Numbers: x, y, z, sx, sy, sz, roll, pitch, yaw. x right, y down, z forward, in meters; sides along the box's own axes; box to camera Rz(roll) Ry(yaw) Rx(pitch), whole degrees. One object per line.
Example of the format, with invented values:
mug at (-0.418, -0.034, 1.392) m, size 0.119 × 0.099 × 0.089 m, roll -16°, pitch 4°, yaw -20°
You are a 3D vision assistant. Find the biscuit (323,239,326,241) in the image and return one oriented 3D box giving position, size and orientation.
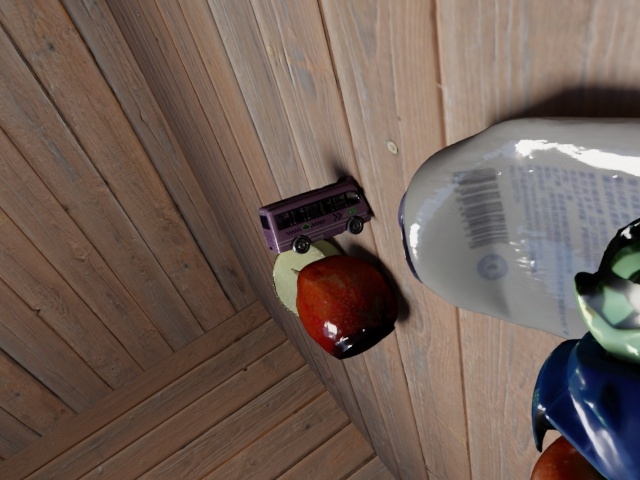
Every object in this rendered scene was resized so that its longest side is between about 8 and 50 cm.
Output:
biscuit at (0.000, 0.000, 1.201) m, size 0.092 × 0.016 × 0.082 m, roll 60°, pitch 170°, yaw -3°

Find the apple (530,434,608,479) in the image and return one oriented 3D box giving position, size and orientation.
apple at (0.296, 0.269, 0.477) m, size 0.181 × 0.181 × 0.168 m, roll 32°, pitch 148°, yaw 59°

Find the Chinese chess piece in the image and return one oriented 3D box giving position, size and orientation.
Chinese chess piece at (-0.020, 0.088, 1.149) m, size 0.189 × 0.083 × 0.188 m, roll 4°, pitch 98°, yaw 33°

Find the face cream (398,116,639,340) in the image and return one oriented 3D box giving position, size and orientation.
face cream at (0.219, 0.012, 0.375) m, size 0.420 × 0.137 × 0.234 m, roll 21°, pitch 138°, yaw 53°

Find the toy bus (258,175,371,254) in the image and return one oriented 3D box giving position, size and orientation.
toy bus at (-0.010, -0.042, 0.849) m, size 0.087 × 0.179 × 0.098 m, roll 11°, pitch 119°, yaw 70°

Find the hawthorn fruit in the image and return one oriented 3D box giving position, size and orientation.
hawthorn fruit at (0.035, 0.120, 0.989) m, size 0.251 × 0.190 × 0.189 m, roll 33°, pitch 153°, yaw 39°

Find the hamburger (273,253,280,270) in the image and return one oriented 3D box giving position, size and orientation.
hamburger at (-0.020, 0.152, 1.343) m, size 0.284 × 0.134 × 0.265 m, roll 53°, pitch 163°, yaw 25°

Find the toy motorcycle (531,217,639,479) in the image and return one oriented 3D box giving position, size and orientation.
toy motorcycle at (0.252, 0.145, 0.282) m, size 0.331 × 0.125 × 0.196 m, roll 56°, pitch 139°, yaw 15°
